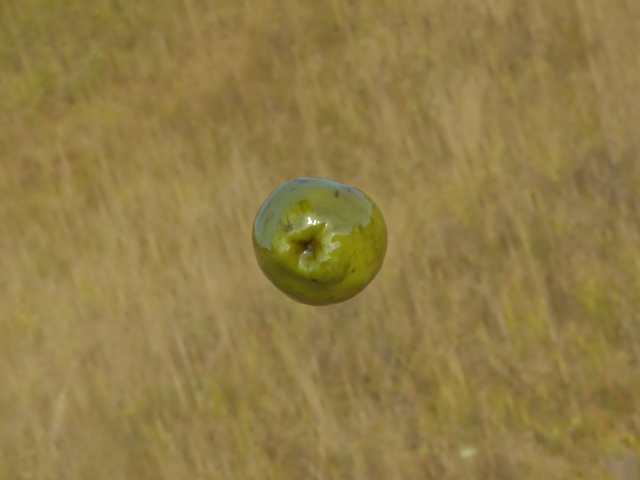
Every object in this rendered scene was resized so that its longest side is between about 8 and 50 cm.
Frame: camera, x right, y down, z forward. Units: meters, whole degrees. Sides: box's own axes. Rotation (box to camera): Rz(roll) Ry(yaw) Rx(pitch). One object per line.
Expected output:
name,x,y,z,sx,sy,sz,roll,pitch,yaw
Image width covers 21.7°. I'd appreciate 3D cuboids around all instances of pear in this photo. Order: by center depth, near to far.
pear,0.000,0.000,1.310,0.107,0.107,0.131,-16,-3,11
